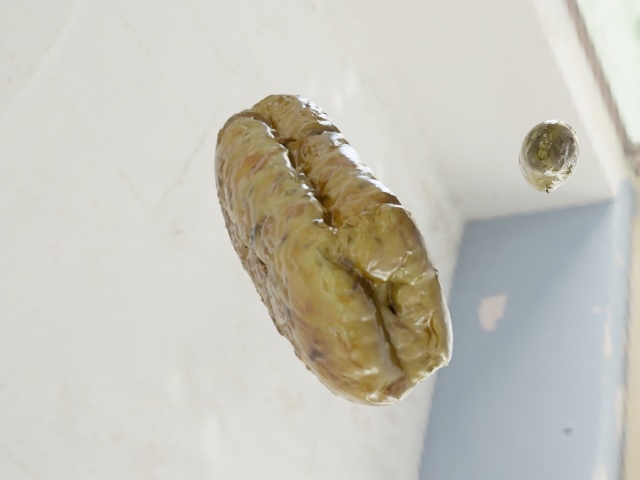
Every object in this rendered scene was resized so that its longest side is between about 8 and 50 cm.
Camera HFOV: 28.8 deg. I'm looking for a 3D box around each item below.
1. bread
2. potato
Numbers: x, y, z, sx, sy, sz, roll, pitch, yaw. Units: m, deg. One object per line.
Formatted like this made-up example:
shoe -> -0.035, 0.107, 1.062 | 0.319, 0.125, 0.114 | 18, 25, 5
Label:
bread -> 0.000, 0.000, 0.682 | 0.211, 0.083, 0.114 | -129, 20, -61
potato -> 0.168, -0.063, 0.915 | 0.045, 0.046, 0.092 | 58, -178, 14
